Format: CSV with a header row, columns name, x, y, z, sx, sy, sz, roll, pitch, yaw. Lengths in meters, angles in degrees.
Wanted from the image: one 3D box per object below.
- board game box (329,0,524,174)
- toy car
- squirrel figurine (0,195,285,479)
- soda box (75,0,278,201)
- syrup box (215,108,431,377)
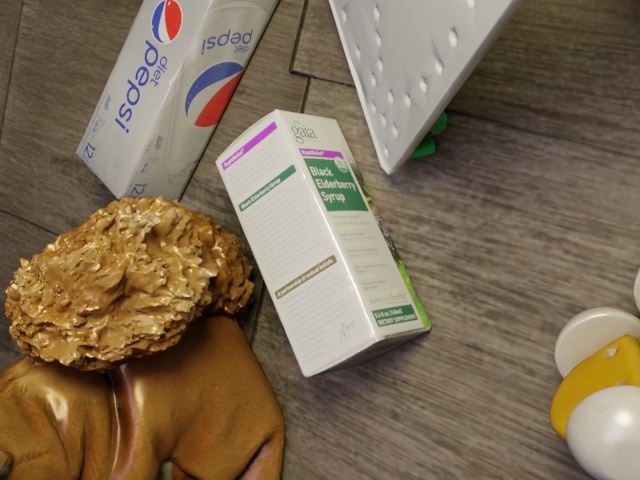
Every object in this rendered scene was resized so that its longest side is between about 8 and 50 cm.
name,x,y,z,sx,sy,sz,roll,pitch,yaw
board game box,0.057,-0.291,0.632,0.390,0.050,0.389,121,134,-74
toy car,0.259,0.102,0.593,0.136,0.159,0.182,39,117,-8
squirrel figurine,-0.231,0.133,0.799,0.281,0.370,0.396,22,103,35
soda box,-0.154,-0.182,0.911,0.098,0.091,0.286,43,114,30
syrup box,0.000,0.000,0.798,0.096,0.093,0.236,-33,71,33
